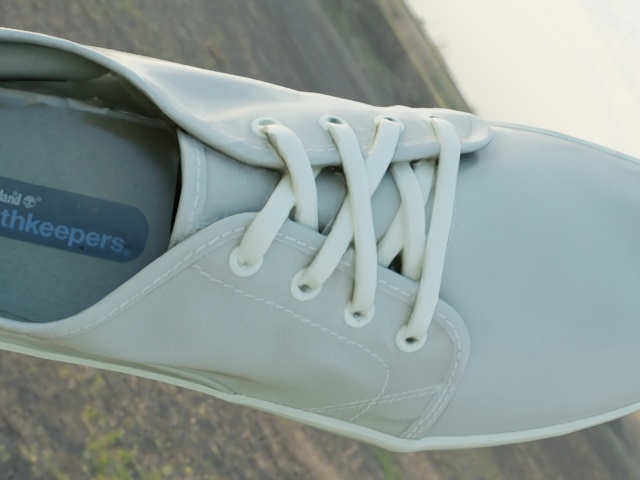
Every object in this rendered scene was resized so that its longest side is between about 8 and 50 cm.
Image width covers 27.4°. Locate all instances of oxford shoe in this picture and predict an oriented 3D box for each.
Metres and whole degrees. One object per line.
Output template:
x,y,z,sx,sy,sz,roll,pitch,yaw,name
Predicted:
0.000,0.000,0.593,0.130,0.449,0.169,136,-39,-68,oxford shoe
